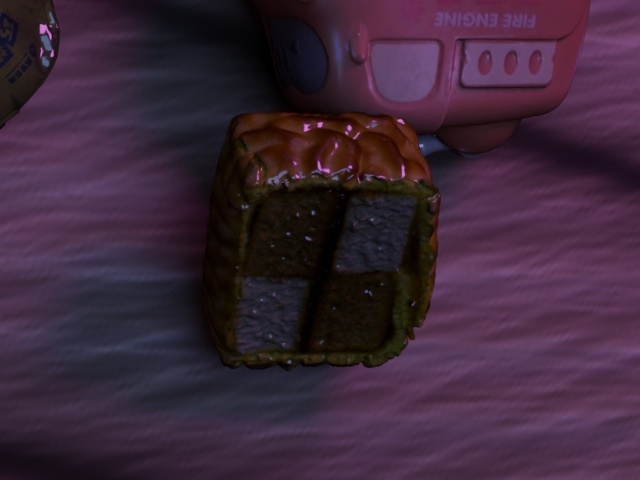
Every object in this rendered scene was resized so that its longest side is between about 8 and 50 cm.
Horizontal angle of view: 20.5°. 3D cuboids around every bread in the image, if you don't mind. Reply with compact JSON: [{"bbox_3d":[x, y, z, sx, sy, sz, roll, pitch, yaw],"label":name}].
[{"bbox_3d":[0.000,0.000,1.371,0.181,0.096,0.222,-4,134,-14],"label":"bread"}]

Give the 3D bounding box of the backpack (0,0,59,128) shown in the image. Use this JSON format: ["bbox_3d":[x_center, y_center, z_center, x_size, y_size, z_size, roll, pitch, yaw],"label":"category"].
[{"bbox_3d":[-0.312,-0.184,1.285,0.207,0.140,0.253,-48,112,-17],"label":"backpack"}]

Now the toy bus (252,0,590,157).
[{"bbox_3d":[0.078,-0.181,1.431,0.287,0.194,0.232,-4,103,-24],"label":"toy bus"}]
